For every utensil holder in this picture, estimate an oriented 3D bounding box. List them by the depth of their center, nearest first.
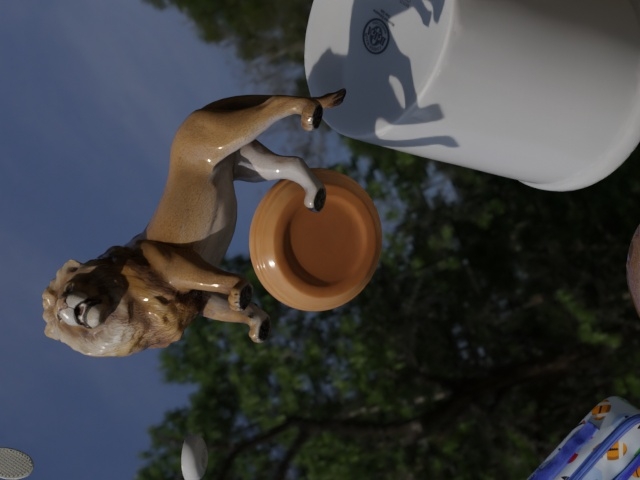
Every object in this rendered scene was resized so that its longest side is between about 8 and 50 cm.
[{"bbox_3d":[0.217,-0.252,1.811,0.385,0.327,0.327,8,-124,-37],"label":"utensil holder"}]

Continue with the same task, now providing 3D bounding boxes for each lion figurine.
[{"bbox_3d":[-0.141,-0.030,1.496,0.392,0.240,0.142,-64,-28,-19],"label":"lion figurine"}]

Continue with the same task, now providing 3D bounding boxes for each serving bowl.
[{"bbox_3d":[-0.209,0.369,2.237,0.083,0.027,0.083,-1,-90,-76],"label":"serving bowl"}]

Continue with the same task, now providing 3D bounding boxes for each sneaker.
[{"bbox_3d":[-0.530,0.360,2.140,0.070,0.134,0.051,122,151,-78],"label":"sneaker"}]

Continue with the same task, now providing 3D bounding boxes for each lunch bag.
[{"bbox_3d":[0.394,0.384,1.874,0.243,0.303,0.115,45,176,-28],"label":"lunch bag"}]

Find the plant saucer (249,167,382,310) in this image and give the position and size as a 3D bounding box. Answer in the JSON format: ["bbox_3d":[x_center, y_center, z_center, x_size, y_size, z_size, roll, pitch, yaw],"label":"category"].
[{"bbox_3d":[0.000,0.000,1.820,0.200,0.200,0.037,60,161,-15],"label":"plant saucer"}]

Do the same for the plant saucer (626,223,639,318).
[{"bbox_3d":[0.283,0.043,0.810,0.198,0.199,0.036,57,-138,-24],"label":"plant saucer"}]
